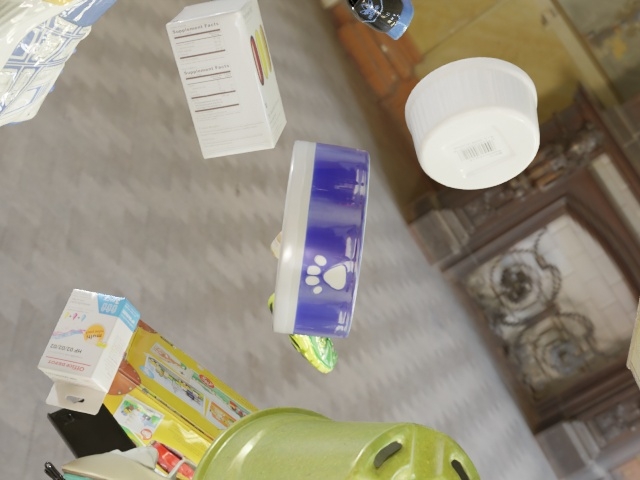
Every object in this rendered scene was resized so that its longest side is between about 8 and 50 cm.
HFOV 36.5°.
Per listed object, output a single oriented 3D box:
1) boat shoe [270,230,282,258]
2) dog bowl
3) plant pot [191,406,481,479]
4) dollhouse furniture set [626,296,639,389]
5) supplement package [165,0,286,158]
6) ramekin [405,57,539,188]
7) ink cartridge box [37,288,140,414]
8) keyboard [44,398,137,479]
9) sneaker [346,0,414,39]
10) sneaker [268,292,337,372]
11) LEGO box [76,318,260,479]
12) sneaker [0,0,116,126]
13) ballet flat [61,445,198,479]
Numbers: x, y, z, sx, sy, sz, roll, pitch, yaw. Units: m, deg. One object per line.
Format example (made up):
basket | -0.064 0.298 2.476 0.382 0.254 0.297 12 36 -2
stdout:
boat shoe | -0.008 0.013 1.866 0.170 0.059 0.063 5 48 -19
dog bowl | 0.000 0.000 1.330 0.265 0.104 0.265 -173 -90 -89
plant pot | 0.031 0.300 1.035 0.276 0.254 0.276 11 68 -30
dollhouse furniture set | 0.705 0.197 1.477 0.256 0.394 0.362 -84 176 -65
supplement package | -0.159 -0.287 1.691 0.139 0.133 0.244 -74 154 -62
ramekin | 0.318 -0.230 2.004 0.277 0.277 0.135 39 35 -41
ink cartridge box | -0.375 0.176 1.550 0.062 0.104 0.181 64 39 -55
keyboard | -0.416 0.446 1.832 0.317 0.033 0.201 48 38 18
sneaker | 0.082 -0.399 1.531 0.090 0.081 0.232 26 26 -24
sneaker | -0.008 0.181 2.038 0.109 0.123 0.295 43 -12 35
LEGO box | -0.310 0.449 2.263 0.500 0.193 0.372 39 8 -10
sneaker | -0.251 -0.170 0.790 0.112 0.296 0.131 42 -20 21
ballet flat | -0.209 0.313 1.257 0.248 0.086 0.086 28 27 -17
